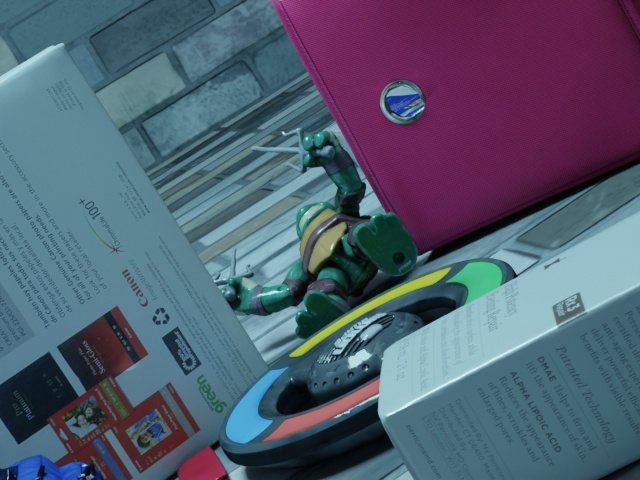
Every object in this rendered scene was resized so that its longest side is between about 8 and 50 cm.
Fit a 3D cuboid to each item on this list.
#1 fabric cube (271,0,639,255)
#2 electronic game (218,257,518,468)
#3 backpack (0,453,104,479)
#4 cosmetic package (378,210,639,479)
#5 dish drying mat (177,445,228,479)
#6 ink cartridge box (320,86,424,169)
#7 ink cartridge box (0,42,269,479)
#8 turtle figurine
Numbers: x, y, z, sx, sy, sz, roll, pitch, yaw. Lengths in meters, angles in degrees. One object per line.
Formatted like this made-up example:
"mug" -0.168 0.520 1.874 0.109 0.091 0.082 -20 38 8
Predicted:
"fabric cube" 0.158 -0.179 1.342 0.258 0.254 0.259 -24 12 25
"electronic game" 0.032 0.079 1.061 0.229 0.048 0.229 -30 11 6
"backpack" -0.179 0.191 1.001 0.101 0.098 0.120 -27 10 0
"cosmetic package" 0.148 0.049 0.787 0.231 0.085 0.117 -31 11 10
"dish drying mat" -0.083 0.163 1.103 0.032 0.008 0.083 -33 12 -7
"ink cartridge box" 0.130 -0.147 1.778 0.176 0.069 0.371 -34 13 -11
"ink cartridge box" -0.230 0.060 1.163 0.272 0.309 0.130 -35 11 -20
"turtle figurine" 0.000 0.000 1.295 0.234 0.118 0.175 -134 61 -66
